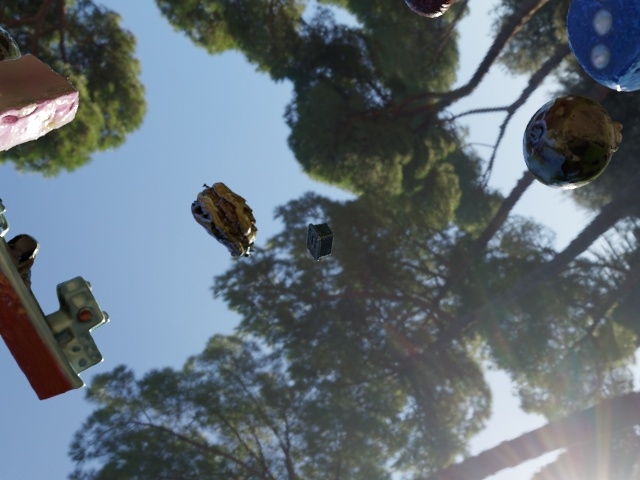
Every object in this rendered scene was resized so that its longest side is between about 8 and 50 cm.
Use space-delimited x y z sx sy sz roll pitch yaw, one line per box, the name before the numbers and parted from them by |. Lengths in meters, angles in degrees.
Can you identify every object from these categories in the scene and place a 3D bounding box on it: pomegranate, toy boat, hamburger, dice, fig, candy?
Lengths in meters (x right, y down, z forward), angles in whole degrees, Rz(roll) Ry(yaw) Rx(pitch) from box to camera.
pomegranate | 0.664 -0.244 1.693 0.305 0.242 0.242 13 -131 -47
toy boat | -0.406 0.049 0.898 0.133 0.145 0.332 -30 -79 -22
hamburger | -0.258 -0.048 1.699 0.130 0.206 0.183 -34 -119 -19
dice | 0.424 -0.290 0.844 0.143 0.146 0.147 -13 -114 -19
fig | 0.275 -0.615 1.551 0.119 0.119 0.153 37 -103 -23
candy | -0.657 -0.286 1.350 0.155 0.116 0.265 35 -145 9

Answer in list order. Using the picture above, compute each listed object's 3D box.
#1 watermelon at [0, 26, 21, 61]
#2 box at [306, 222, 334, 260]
watermelon | -0.798 -0.405 1.478 0.212 0.212 0.212 32 -143 -29
box | 0.000 0.000 1.795 0.054 0.099 0.074 -15 -131 -22
